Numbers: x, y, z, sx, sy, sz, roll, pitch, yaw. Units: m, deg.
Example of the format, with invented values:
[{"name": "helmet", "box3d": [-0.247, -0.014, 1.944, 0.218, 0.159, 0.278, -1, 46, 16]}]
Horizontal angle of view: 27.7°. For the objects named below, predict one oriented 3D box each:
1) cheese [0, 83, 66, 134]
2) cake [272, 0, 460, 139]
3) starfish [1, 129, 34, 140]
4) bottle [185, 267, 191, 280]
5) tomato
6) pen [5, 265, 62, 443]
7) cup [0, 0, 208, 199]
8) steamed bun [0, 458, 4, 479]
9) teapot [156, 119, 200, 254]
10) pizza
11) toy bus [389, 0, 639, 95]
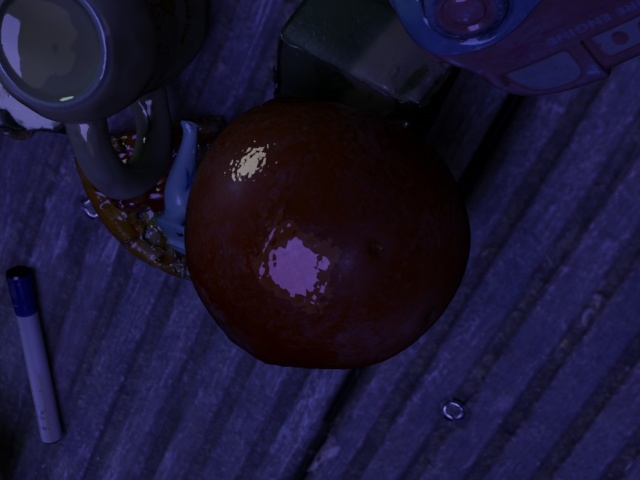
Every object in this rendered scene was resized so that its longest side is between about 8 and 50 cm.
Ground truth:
[{"name": "cheese", "box3d": [-0.314, -0.241, 1.415, 0.127, 0.054, 0.251, 4, 112, -9]}, {"name": "cake", "box3d": [0.059, -0.162, 1.329, 0.158, 0.172, 0.283, 30, 159, 9]}, {"name": "starfish", "box3d": [-0.399, -0.175, 1.495, 0.150, 0.053, 0.209, 20, 126, 14]}, {"name": "bottle", "box3d": [-0.133, -0.003, 1.501, 0.063, 0.047, 0.101, 17, 120, -3]}, {"name": "tomato", "box3d": [0.000, 0.000, 1.192, 0.265, 0.265, 0.264, 10, 122, 16]}, {"name": "pen", "box3d": [-0.370, 0.154, 1.690, 0.033, 0.033, 0.269, 6, 121, 18]}, {"name": "cup", "box3d": [-0.231, -0.181, 1.314, 0.173, 0.202, 0.255, 20, 116, 12]}, {"name": "steamed bun", "box3d": [-0.545, 0.310, 1.749, 0.275, 0.206, 0.320, 59, 145, 1]}, {"name": "teapot", "box3d": [-0.077, -0.033, 1.385, 0.159, 0.159, 0.232, -33, 133, 33]}, {"name": "pizza", "box3d": [-0.187, -0.077, 1.451, 0.201, 0.053, 0.193, 44, 113, 12]}, {"name": "toy bus", "box3d": [0.219, -0.241, 1.130, 0.294, 0.197, 0.232, -23, 136, 26]}]
